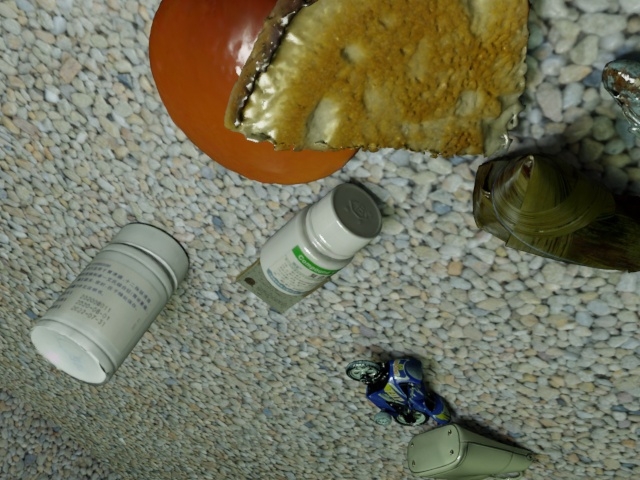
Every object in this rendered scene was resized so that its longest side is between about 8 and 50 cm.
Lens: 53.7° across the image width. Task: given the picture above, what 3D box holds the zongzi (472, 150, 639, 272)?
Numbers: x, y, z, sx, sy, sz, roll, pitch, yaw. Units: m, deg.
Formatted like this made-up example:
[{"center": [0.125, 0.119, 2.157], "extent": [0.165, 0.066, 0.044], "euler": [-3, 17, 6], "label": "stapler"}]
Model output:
[{"center": [0.367, -0.045, 0.886], "extent": [0.286, 0.138, 0.300], "euler": [18, 173, 6], "label": "zongzi"}]

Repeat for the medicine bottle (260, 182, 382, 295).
[{"center": [0.000, 0.000, 1.181], "extent": [0.139, 0.139, 0.237], "euler": [38, 135, -14], "label": "medicine bottle"}]

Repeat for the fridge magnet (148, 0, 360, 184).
[{"center": [-0.090, -0.243, 0.963], "extent": [0.364, 0.155, 0.363], "euler": [14, 137, 13], "label": "fridge magnet"}]

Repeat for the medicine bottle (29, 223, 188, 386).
[{"center": [-0.449, 0.130, 1.386], "extent": [0.190, 0.332, 0.190], "euler": [17, 139, 16], "label": "medicine bottle"}]

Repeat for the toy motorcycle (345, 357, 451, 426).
[{"center": [0.195, 0.353, 1.469], "extent": [0.169, 0.113, 0.315], "euler": [-21, 131, 28], "label": "toy motorcycle"}]

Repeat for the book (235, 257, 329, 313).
[{"center": [-0.087, 0.085, 1.397], "extent": [0.138, 0.016, 0.199], "euler": [38, 136, -14], "label": "book"}]

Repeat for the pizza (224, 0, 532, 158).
[{"center": [0.115, -0.287, 0.786], "extent": [0.435, 0.080, 0.392], "euler": [-3, 127, -24], "label": "pizza"}]

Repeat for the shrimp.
[{"center": [0.466, -0.165, 0.845], "extent": [0.233, 0.079, 0.090], "euler": [33, 100, -16], "label": "shrimp"}]

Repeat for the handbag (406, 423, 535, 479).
[{"center": [0.391, 0.549, 1.596], "extent": [0.315, 0.109, 0.241], "euler": [19, 145, -30], "label": "handbag"}]
